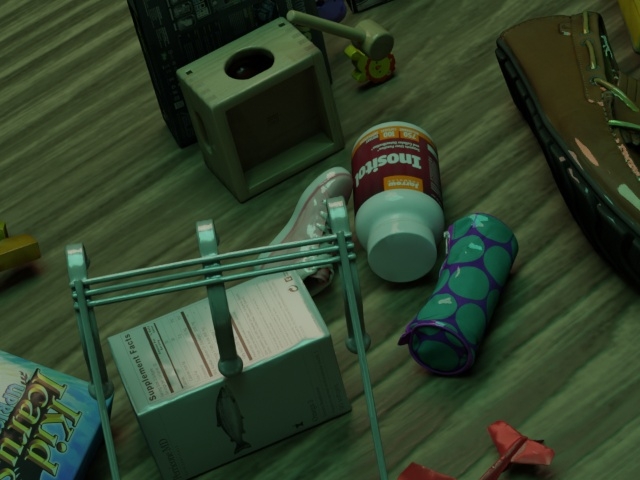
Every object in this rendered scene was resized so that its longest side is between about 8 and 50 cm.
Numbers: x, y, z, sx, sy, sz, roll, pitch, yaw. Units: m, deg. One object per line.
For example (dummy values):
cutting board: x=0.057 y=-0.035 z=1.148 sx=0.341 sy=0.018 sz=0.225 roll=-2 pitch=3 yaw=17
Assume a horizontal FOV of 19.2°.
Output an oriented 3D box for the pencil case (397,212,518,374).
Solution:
pencil case: x=0.126 y=0.047 z=1.701 sx=0.070 sy=0.064 sz=0.151 roll=21 pitch=49 yaw=5

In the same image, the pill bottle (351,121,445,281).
pill bottle: x=0.074 y=-0.036 z=1.790 sx=0.086 sy=0.086 sz=0.152 roll=-10 pitch=42 yaw=6

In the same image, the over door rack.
over door rack: x=-0.067 y=0.144 z=1.531 sx=0.239 sy=0.108 sz=0.324 roll=-10 pitch=86 yaw=-2

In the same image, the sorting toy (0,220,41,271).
sorting toy: x=-0.448 y=0.026 z=1.863 sx=0.307 sy=0.041 sz=0.229 roll=-20 pitch=26 yaw=-24

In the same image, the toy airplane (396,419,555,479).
toy airplane: x=0.135 y=0.204 z=1.557 sx=0.151 sy=0.028 sz=0.151 roll=-9 pitch=41 yaw=8

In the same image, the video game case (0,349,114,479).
video game case: x=-0.336 y=0.200 z=1.612 sx=0.244 sy=0.061 sz=0.269 roll=21 pitch=49 yaw=2

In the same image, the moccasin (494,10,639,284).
moccasin: x=0.282 y=-0.097 z=1.770 sx=0.147 sy=0.139 sz=0.380 roll=-23 pitch=32 yaw=5

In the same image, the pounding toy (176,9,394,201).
pounding toy: x=-0.034 y=-0.173 z=1.899 sx=0.206 sy=0.181 sz=0.094 roll=-29 pitch=43 yaw=-15

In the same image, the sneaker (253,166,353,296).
sneaker: x=0.000 y=0.000 z=1.777 sx=0.134 sy=0.051 sz=0.070 roll=-53 pitch=52 yaw=7

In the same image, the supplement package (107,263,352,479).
supplement package: x=-0.080 y=0.118 z=1.657 sx=0.179 sy=0.105 sz=0.105 roll=-23 pitch=45 yaw=-7

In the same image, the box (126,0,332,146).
box: x=-0.095 y=-0.224 z=1.934 sx=0.183 sy=0.232 sz=0.059 roll=-24 pitch=49 yaw=-9

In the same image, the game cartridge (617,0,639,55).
game cartridge: x=0.426 y=-0.284 z=1.908 sx=0.285 sy=0.052 sz=0.323 roll=4 pitch=42 yaw=-9

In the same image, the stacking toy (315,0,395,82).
stacking toy: x=0.000 y=-0.286 z=1.988 sx=0.052 sy=0.221 sz=0.167 roll=-30 pitch=40 yaw=-11

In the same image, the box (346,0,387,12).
box: x=0.003 y=-0.440 z=2.132 sx=0.076 sy=0.242 sz=0.307 roll=-20 pitch=43 yaw=-5
